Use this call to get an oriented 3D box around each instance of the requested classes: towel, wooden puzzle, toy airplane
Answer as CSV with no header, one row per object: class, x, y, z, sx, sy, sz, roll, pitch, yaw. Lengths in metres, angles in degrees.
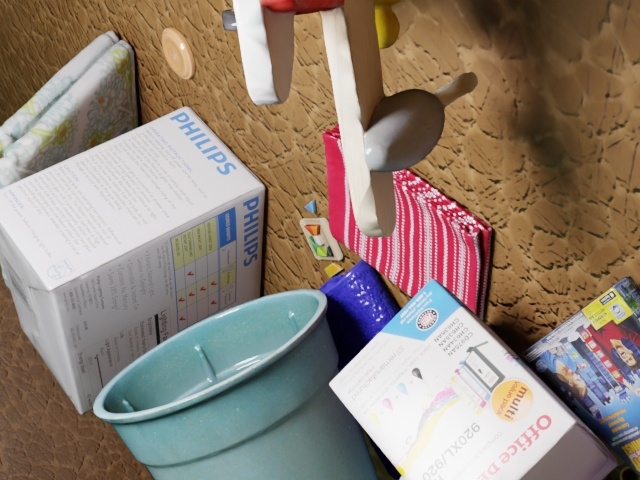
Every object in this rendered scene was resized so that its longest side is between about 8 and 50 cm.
towel,0.100,-0.009,1.243,0.275,0.031,0.199,39,148,36
wooden puzzle,0.000,0.000,1.446,0.116,0.014,0.078,63,154,-5
towel,0.084,0.194,1.423,0.308,0.076,0.227,57,155,7
towel,-0.429,-0.133,1.695,0.090,0.374,0.321,21,141,14
toy airplane,0.032,-0.247,0.852,0.386,0.272,0.385,82,-179,-62

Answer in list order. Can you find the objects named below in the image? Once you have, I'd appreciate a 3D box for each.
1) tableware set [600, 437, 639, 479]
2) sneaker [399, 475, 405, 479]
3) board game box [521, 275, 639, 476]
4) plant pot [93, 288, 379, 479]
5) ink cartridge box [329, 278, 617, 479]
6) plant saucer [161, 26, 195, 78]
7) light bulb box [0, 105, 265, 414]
tableware set,0.282,0.291,1.103,0.104,0.154,0.024,53,-174,17
sneaker,0.144,0.412,1.433,0.150,0.135,0.366,33,152,41
board game box,0.315,0.146,0.983,0.194,0.060,0.194,53,153,11
plant pot,-0.079,0.290,1.374,0.341,0.341,0.334,-3,115,61
ink cartridge box,0.165,0.196,1.079,0.233,0.171,0.168,47,-175,38
plant saucer,-0.222,-0.288,1.546,0.083,0.013,0.083,41,148,34
light bulb box,-0.300,0.034,1.619,0.225,0.361,0.358,47,151,28
